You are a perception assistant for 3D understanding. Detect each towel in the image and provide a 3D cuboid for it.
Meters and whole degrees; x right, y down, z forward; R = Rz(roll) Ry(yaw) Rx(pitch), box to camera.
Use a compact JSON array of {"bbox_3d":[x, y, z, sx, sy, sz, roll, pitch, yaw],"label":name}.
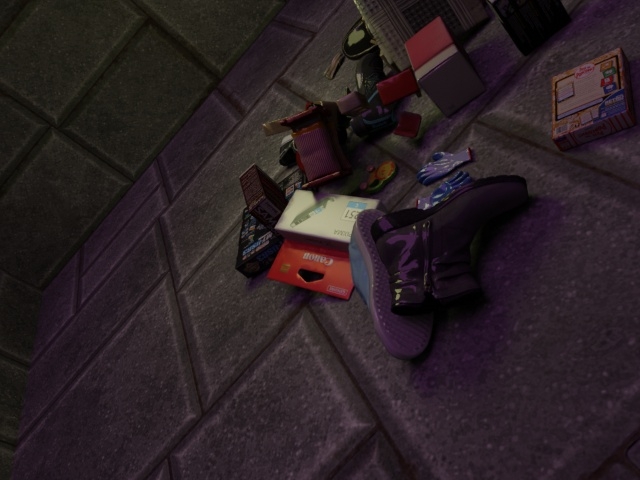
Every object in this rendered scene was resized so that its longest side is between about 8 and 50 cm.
[{"bbox_3d":[0.285,-0.696,1.647,0.312,0.324,0.056,-31,-4,3],"label":"towel"}]

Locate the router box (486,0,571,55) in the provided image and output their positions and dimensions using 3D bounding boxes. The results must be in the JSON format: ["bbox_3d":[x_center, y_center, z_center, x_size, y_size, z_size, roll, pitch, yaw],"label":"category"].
[{"bbox_3d":[0.504,-0.557,1.347,0.133,0.179,0.046,-36,37,21],"label":"router box"}]

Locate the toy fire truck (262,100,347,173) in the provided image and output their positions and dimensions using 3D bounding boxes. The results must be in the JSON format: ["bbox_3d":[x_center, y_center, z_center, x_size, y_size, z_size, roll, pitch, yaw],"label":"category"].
[{"bbox_3d":[-0.053,-0.317,1.748,0.246,0.158,0.217,9,103,53],"label":"toy fire truck"}]

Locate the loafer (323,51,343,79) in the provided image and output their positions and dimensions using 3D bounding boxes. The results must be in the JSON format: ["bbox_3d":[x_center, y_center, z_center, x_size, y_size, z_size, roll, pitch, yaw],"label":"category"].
[{"bbox_3d":[0.057,-0.685,2.190,0.125,0.039,0.045,-57,-1,-14],"label":"loafer"}]

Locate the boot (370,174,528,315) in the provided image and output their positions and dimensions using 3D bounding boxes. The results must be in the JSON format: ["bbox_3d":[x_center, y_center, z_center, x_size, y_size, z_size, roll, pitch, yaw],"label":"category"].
[{"bbox_3d":[0.281,0.020,1.107,0.338,0.118,0.223,-23,57,11],"label":"boot"}]

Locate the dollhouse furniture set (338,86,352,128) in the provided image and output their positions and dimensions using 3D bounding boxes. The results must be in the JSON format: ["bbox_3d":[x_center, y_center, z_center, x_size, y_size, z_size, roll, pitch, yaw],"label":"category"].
[{"bbox_3d":[0.091,-0.431,1.844,0.058,0.076,0.151,-30,38,30],"label":"dollhouse furniture set"}]

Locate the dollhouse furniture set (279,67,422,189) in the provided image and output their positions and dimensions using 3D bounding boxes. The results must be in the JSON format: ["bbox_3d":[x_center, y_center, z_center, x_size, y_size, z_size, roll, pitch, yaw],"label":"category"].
[{"bbox_3d":[0.103,-0.299,1.508,0.374,0.201,0.152,-21,1,20],"label":"dollhouse furniture set"}]

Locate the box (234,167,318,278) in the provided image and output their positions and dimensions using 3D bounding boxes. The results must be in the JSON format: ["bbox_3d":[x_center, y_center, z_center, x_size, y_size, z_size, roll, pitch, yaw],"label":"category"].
[{"bbox_3d":[-0.136,-0.063,1.764,0.295,0.073,0.293,-33,37,25],"label":"box"}]

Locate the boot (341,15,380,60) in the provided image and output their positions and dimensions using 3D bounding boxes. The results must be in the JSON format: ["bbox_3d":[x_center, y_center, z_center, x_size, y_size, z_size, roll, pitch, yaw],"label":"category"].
[{"bbox_3d":[0.197,-0.735,1.861,0.377,0.138,0.284,-25,8,26],"label":"boot"}]

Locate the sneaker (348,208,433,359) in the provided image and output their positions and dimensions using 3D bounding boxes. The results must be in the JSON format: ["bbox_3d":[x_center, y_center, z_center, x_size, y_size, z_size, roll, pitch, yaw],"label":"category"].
[{"bbox_3d":[0.145,0.110,1.218,0.150,0.135,0.366,103,163,-50],"label":"sneaker"}]

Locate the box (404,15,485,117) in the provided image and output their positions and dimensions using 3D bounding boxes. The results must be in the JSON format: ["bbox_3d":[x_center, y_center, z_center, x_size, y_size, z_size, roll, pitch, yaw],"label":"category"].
[{"bbox_3d":[0.333,-0.473,1.508,0.127,0.148,0.232,-34,36,25],"label":"box"}]

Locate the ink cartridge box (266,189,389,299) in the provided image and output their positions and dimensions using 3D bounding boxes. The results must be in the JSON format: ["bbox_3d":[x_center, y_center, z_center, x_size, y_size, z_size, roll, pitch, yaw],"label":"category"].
[{"bbox_3d":[0.000,0.000,1.469,0.296,0.066,0.261,11,65,39],"label":"ink cartridge box"}]

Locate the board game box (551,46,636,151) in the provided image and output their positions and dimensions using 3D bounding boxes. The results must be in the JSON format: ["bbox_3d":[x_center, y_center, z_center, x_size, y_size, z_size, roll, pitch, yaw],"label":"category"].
[{"bbox_3d":[0.552,-0.289,1.139,0.147,0.045,0.193,-19,44,42],"label":"board game box"}]

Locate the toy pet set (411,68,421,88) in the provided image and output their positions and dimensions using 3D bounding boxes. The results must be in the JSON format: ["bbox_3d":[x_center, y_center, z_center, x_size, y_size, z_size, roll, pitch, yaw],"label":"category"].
[{"bbox_3d":[0.270,-0.506,1.702,0.122,0.065,0.114,-26,39,35],"label":"toy pet set"}]

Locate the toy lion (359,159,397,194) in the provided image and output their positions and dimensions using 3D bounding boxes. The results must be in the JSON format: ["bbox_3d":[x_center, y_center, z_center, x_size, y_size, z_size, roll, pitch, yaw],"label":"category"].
[{"bbox_3d":[0.166,-0.176,1.537,0.096,0.034,0.100,-1,57,42],"label":"toy lion"}]

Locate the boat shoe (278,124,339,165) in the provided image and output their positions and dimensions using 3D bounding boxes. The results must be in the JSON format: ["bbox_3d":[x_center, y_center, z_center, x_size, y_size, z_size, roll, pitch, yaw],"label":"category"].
[{"bbox_3d":[-0.051,-0.324,1.884,0.306,0.113,0.105,-10,57,50],"label":"boat shoe"}]

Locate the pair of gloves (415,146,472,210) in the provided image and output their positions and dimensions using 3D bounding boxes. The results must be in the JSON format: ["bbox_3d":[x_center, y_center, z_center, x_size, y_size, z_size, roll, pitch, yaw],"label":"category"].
[{"bbox_3d":[0.296,-0.150,1.349,0.159,0.023,0.198,-24,41,36],"label":"pair of gloves"}]

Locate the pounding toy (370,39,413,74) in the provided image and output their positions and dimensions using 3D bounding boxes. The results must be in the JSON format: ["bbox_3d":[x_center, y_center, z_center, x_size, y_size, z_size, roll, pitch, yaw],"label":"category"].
[{"bbox_3d":[0.248,-0.601,1.763,0.141,0.130,0.100,-26,39,35],"label":"pounding toy"}]

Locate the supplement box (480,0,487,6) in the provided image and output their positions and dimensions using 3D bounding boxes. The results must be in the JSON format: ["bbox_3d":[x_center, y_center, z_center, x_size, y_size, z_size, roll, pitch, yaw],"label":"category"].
[{"bbox_3d":[0.476,-0.732,1.690,0.083,0.043,0.055,-56,30,-9],"label":"supplement box"}]

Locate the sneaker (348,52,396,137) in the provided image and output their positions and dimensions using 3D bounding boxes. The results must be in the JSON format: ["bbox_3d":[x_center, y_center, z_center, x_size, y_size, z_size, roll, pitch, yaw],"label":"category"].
[{"bbox_3d":[0.183,-0.463,1.748,0.139,0.125,0.341,-9,54,26],"label":"sneaker"}]

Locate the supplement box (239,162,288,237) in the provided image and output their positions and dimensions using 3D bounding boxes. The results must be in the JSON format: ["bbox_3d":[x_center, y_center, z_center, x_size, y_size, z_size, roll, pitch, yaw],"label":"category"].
[{"bbox_3d":[-0.165,-0.124,1.676,0.073,0.130,0.239,-41,32,11],"label":"supplement box"}]
